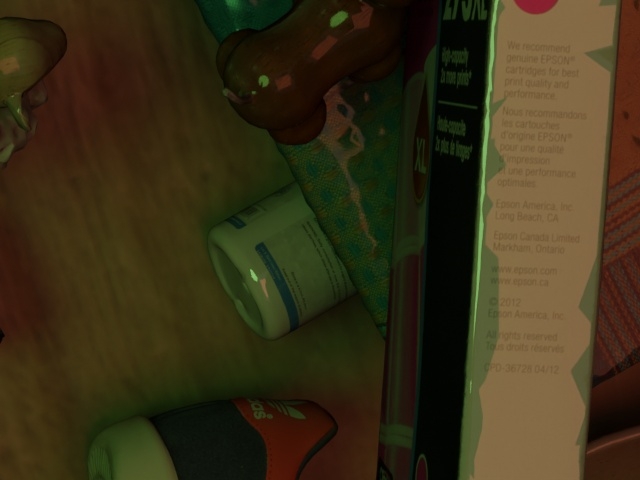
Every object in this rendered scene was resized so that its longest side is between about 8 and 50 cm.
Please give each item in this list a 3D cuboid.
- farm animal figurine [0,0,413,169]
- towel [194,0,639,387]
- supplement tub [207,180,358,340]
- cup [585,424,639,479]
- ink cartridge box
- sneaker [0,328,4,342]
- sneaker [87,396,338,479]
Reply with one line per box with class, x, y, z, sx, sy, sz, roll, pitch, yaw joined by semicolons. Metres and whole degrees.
farm animal figurine;-0.090;-0.197;0.728;0.327;0.172;0.330;-13;85;-7
towel;0.096;-0.108;0.882;0.271;0.040;0.370;-29;100;-4
supplement tub;0.000;0.000;0.928;0.107;0.071;0.071;-29;115;-15
cup;0.239;0.305;1.025;0.331;0.331;0.237;-30;142;-15
ink cartridge box;0.079;-0.035;0.779;0.069;0.176;0.371;5;96;-8
sneaker;-0.259;0.043;0.827;0.209;0.069;0.082;-19;81;-11
sneaker;-0.017;0.248;0.957;0.148;0.131;0.350;-16;111;-16
